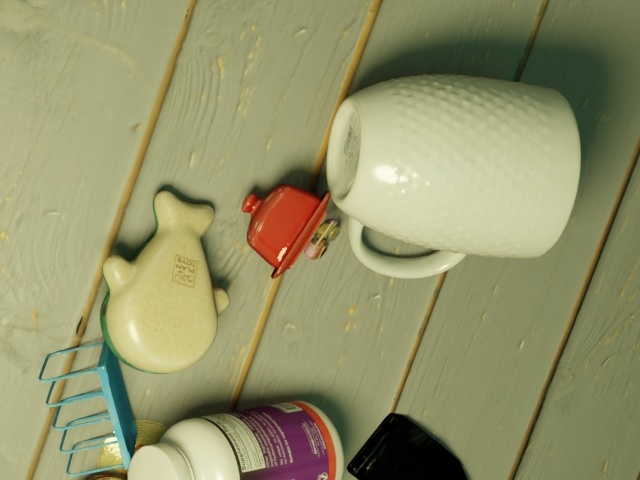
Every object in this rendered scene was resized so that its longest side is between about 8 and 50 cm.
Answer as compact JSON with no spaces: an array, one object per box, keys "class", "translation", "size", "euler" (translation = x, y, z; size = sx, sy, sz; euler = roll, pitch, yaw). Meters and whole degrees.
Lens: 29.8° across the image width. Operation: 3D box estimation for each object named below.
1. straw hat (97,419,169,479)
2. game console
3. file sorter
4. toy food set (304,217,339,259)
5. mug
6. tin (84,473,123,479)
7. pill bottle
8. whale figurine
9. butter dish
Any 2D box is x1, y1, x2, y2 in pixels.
[{"class":"straw hat","translation":[-0.278,0.362,1.907],"size":[0.144,0.061,0.145],"euler":[-5,106,-20]},{"class":"game console","translation":[0.091,0.492,2.100],"size":[0.213,0.044,0.361],"euler":[41,86,-24]},{"class":"file sorter","translation":[-0.349,0.253,1.816],"size":[0.104,0.118,0.170],"euler":[-12,108,0]},{"class":"toy food set","translation":[0.000,0.000,1.904],"size":[0.019,0.122,0.078],"euler":[34,81,9]},{"class":"mug","translation":[0.176,-0.085,1.886],"size":[0.328,0.276,0.374],"euler":[5,131,-18]},{"class":"tin","translation":[-0.338,0.457,1.863],"size":[0.106,0.040,0.190],"euler":[2,92,-26]},{"class":"pill bottle","translation":[-0.128,0.353,1.847],"size":[0.323,0.181,0.182],"euler":[-3,106,-45]},{"class":"whale figurine","translation":[-0.242,0.067,1.827],"size":[0.216,0.141,0.272],"euler":[18,73,-32]},{"class":"butter dish","translation":[-0.068,-0.032,1.861],"size":[0.118,0.160,0.160],"euler":[32,89,-2]}]
